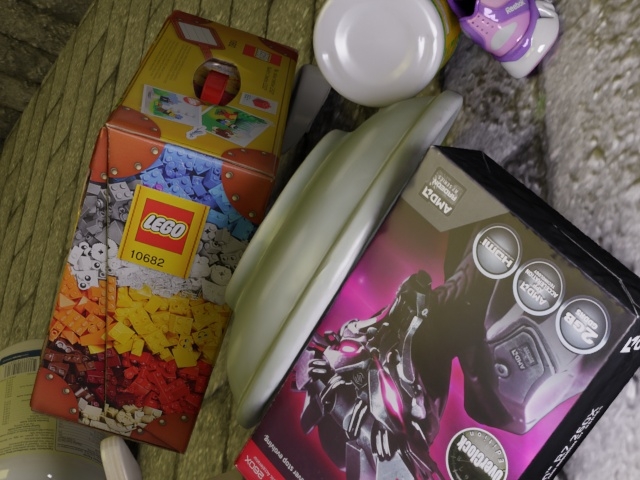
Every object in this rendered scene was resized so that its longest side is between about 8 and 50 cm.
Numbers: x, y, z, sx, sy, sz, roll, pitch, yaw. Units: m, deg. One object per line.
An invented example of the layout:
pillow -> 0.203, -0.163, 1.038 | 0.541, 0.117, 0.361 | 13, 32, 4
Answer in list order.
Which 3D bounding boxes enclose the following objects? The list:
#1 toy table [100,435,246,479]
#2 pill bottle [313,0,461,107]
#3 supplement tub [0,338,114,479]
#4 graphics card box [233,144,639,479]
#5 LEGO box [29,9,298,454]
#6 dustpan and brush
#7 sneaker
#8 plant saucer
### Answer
toy table -> -0.206, 0.372, 1.436 | 0.161, 0.274, 0.252 | -101, 1, -56
pill bottle -> 0.085, -0.236, 1.334 | 0.136, 0.136, 0.245 | -59, -2, 23
supplement tub -> -0.437, 0.345, 1.916 | 0.235, 0.235, 0.325 | -50, 33, 37
graphics card box -> 0.099, 0.133, 1.026 | 0.233, 0.094, 0.371 | 45, 114, 30
LEGO box -> -0.181, -0.037, 1.529 | 0.500, 0.193, 0.372 | -86, 14, -65
dustpan and brush -> -0.002, -0.221, 1.701 | 0.147, 0.060, 0.211 | -95, 27, -64
sneaker -> 0.179, -0.278, 1.292 | 0.095, 0.105, 0.236 | -52, 28, 36
plant saucer -> 0.000, 0.000, 1.230 | 0.400, 0.100, 0.400 | -57, -3, -5
